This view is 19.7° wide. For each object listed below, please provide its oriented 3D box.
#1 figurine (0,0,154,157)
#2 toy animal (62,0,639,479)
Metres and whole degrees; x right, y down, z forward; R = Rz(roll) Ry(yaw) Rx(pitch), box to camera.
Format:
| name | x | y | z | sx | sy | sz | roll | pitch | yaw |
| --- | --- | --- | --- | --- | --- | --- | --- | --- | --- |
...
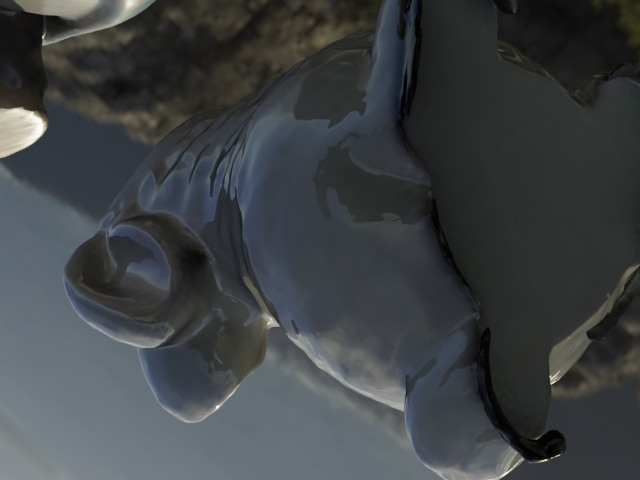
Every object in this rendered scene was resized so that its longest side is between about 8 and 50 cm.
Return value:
| name | x | y | z | sx | sy | sz | roll | pitch | yaw |
| --- | --- | --- | --- | --- | --- | --- | --- | --- | --- |
| figurine | -0.003 | -0.233 | 0.614 | 0.266 | 0.378 | 0.361 | 73 | -170 | -73 |
| toy animal | 0.000 | 0.000 | 0.923 | 0.194 | 0.258 | 0.357 | 37 | 150 | -25 |
